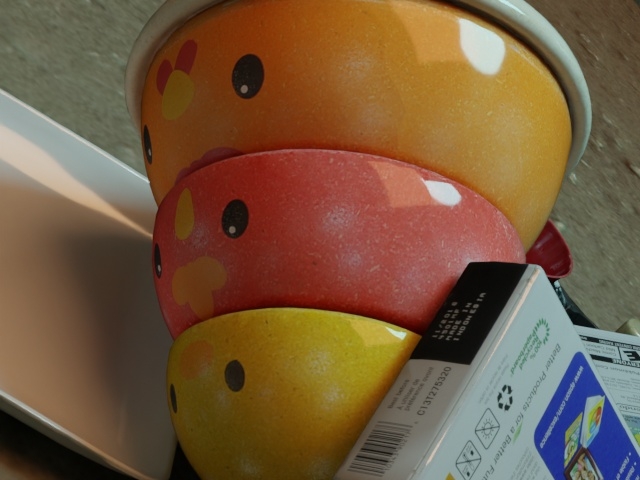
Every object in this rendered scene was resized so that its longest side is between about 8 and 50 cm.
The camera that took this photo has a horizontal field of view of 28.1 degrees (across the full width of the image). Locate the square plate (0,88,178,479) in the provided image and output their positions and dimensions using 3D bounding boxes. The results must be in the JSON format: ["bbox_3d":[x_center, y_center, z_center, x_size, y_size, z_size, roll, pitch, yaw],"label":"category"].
[{"bbox_3d":[-0.244,0.001,0.948,0.344,0.049,0.347,32,28,-16],"label":"square plate"}]

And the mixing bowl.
[{"bbox_3d":[0.180,0.007,1.422,0.181,0.098,0.181,29,28,-18],"label":"mixing bowl"}]

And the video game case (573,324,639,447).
[{"bbox_3d":[0.157,0.155,1.093,0.329,0.036,0.300,11,31,-3],"label":"video game case"}]

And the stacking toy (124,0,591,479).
[{"bbox_3d":[0.008,0.073,0.869,0.351,0.350,0.479,24,55,-27],"label":"stacking toy"}]

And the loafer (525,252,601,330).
[{"bbox_3d":[0.265,0.080,1.477,0.170,0.062,0.061,54,7,22],"label":"loafer"}]

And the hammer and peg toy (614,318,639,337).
[{"bbox_3d":[0.369,0.263,1.238,0.266,0.127,0.361,29,32,-21],"label":"hammer and peg toy"}]

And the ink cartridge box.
[{"bbox_3d":[0.155,0.203,0.833,0.175,0.069,0.371,-54,125,-30],"label":"ink cartridge box"}]
